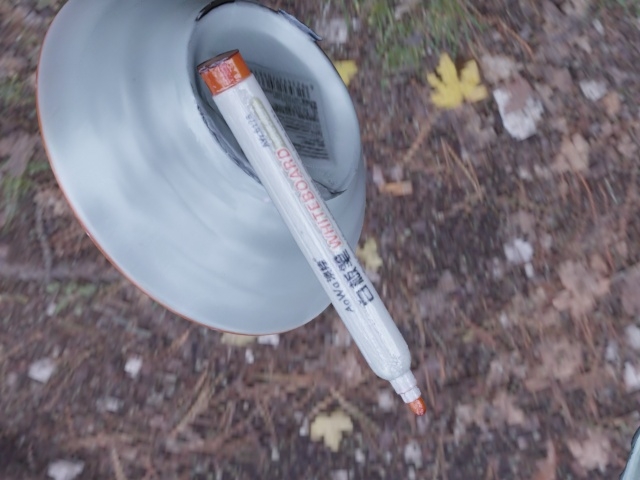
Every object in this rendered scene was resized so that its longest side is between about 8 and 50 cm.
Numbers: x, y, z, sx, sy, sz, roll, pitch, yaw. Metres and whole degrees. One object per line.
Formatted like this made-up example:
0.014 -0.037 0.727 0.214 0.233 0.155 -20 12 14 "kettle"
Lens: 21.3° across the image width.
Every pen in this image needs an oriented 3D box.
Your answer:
0.000 0.000 0.878 0.026 0.026 0.218 -28 101 9 "pen"

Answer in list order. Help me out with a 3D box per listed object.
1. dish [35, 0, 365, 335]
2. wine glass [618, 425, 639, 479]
-0.049 -0.074 1.081 0.260 0.260 0.085 47 131 -13 "dish"
0.143 0.087 0.337 0.079 0.195 0.079 -8 108 -24 "wine glass"
